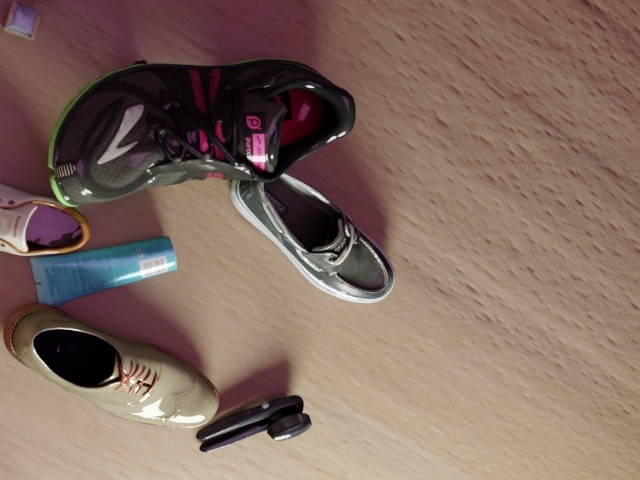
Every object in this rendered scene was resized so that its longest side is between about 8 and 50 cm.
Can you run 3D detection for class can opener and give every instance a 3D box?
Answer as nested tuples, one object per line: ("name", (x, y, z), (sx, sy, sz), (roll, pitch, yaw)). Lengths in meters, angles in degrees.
("can opener", (-0.109, 0.292, 1.520), (0.186, 0.073, 0.059), (-11, 107, -15))

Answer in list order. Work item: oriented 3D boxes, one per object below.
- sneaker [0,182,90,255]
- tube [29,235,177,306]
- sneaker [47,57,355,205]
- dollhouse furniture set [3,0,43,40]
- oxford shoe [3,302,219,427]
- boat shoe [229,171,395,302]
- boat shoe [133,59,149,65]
("sneaker", (-0.457, -0.040, 1.296), (0.290, 0.123, 0.106), (7, 93, -24))
("tube", (-0.319, 0.042, 1.408), (0.207, 0.052, 0.080), (-13, 99, -17))
("sneaker", (-0.155, -0.166, 1.344), (0.482, 0.202, 0.185), (-22, 116, -31))
("dollhouse furniture set", (-0.492, -0.289, 1.217), (0.286, 0.198, 0.303), (20, 86, -25))
("oxford shoe", (-0.290, 0.204, 1.384), (0.348, 0.130, 0.123), (25, 84, -27))
("boat shoe", (0.000, 0.000, 1.511), (0.335, 0.119, 0.121), (35, 79, -23))
("boat shoe", (-0.268, -0.202, 1.409), (0.042, 0.049, 0.133), (-6, 101, -32))
